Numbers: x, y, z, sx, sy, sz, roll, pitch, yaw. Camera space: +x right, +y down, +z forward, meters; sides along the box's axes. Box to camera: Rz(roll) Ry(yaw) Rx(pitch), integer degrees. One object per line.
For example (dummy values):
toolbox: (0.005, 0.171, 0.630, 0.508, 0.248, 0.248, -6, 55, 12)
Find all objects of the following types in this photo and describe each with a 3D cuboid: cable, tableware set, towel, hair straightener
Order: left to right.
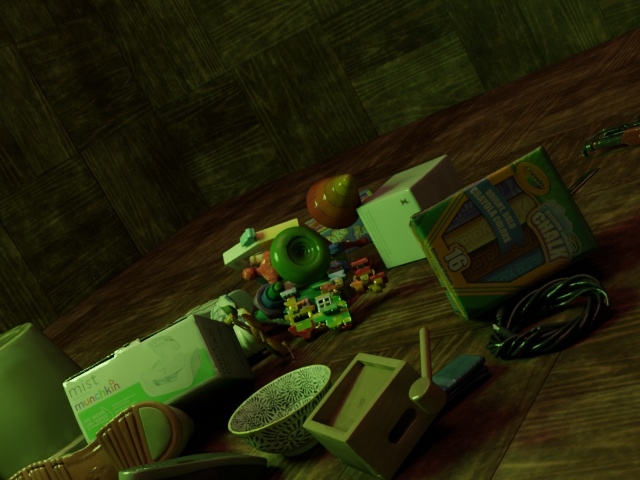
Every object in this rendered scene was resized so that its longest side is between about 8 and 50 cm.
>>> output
tableware set: (-0.118, 0.175, 1.801, 0.024, 0.154, 0.104, -54, 23, 9)
towel: (0.170, 0.199, 1.305, 0.119, 0.029, 0.067, -35, 14, -22)
cable: (0.311, 0.105, 1.331, 0.184, 0.047, 0.150, -18, 16, 41)
hair straightener: (0.633, -0.216, 1.975, 0.089, 0.047, 0.230, -37, 10, -36)

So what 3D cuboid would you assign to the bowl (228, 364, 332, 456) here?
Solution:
bowl: (-0.042, 0.261, 1.406, 0.170, 0.080, 0.170, -27, 12, 6)

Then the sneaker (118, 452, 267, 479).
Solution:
sneaker: (-0.171, 0.360, 1.327, 0.222, 0.118, 0.083, -1, -6, -34)

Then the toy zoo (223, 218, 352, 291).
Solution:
toy zoo: (-0.079, 0.034, 2.118, 0.192, 0.030, 0.293, -25, -29, 19)

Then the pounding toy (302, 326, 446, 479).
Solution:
pounding toy: (0.104, 0.205, 1.207, 0.181, 0.094, 0.206, -50, 19, -18)

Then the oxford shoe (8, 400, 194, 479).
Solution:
oxford shoe: (-0.371, 0.400, 1.562, 0.397, 0.140, 0.146, -30, -17, 7)

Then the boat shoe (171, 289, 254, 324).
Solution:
boat shoe: (-0.270, 0.193, 2.196, 0.088, 0.096, 0.267, -22, 12, 48)

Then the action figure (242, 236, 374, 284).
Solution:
action figure: (-0.042, 0.062, 2.049, 0.280, 0.091, 0.139, -7, -16, -25)

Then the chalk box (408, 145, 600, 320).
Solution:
chalk box: (0.304, -0.022, 1.489, 0.289, 0.179, 0.180, -28, -4, 3)

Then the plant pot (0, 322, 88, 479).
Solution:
plant pot: (-0.575, 0.328, 1.879, 0.323, 0.280, 0.323, -29, 11, 6)

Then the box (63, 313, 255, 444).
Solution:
box: (-0.280, 0.245, 1.712, 0.262, 0.126, 0.231, -27, -12, 4)

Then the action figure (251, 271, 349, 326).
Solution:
action figure: (-0.054, 0.139, 1.992, 0.232, 0.063, 0.137, -17, 18, 30)

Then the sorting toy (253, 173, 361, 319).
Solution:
sorting toy: (-0.016, -0.010, 1.928, 0.365, 0.127, 0.126, -57, -1, -28)

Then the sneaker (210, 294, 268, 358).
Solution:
sneaker: (-0.207, 0.195, 1.999, 0.131, 0.112, 0.296, -37, 10, -11)

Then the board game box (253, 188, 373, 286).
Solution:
board game box: (0.000, 0.000, 2.417, 0.347, 0.078, 0.233, -28, 12, 1)

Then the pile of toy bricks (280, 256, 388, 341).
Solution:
pile of toy bricks: (0.028, 0.124, 1.807, 0.212, 0.105, 0.118, -21, -28, 8)

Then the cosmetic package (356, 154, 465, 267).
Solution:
cosmetic package: (0.204, -0.061, 2.021, 0.151, 0.151, 0.184, -19, 14, 42)
